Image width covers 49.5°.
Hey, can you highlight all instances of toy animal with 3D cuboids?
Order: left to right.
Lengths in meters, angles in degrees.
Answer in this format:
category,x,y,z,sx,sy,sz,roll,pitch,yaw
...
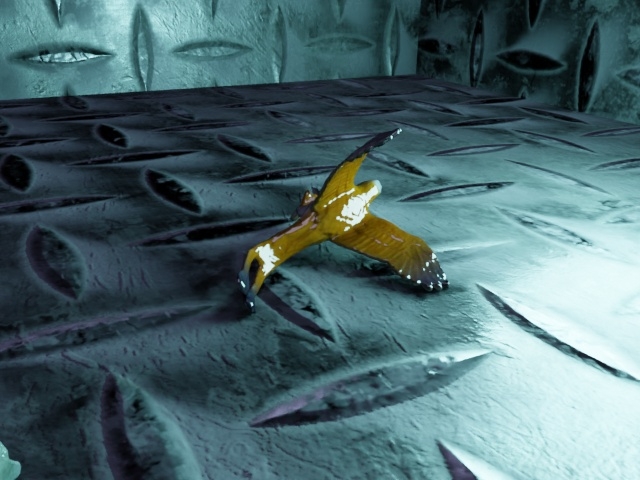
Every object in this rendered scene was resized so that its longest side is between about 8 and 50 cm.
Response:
category,x,y,z,sx,sy,sz,roll,pitch,yaw
toy animal,-0.004,-0.005,1.009,0.284,0.225,0.302,-25,14,-10

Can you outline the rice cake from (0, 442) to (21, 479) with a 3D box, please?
category,x,y,z,sx,sy,sz,roll,pitch,yaw
rice cake,-0.290,0.203,0.477,0.063,0.069,0.206,3,23,6
